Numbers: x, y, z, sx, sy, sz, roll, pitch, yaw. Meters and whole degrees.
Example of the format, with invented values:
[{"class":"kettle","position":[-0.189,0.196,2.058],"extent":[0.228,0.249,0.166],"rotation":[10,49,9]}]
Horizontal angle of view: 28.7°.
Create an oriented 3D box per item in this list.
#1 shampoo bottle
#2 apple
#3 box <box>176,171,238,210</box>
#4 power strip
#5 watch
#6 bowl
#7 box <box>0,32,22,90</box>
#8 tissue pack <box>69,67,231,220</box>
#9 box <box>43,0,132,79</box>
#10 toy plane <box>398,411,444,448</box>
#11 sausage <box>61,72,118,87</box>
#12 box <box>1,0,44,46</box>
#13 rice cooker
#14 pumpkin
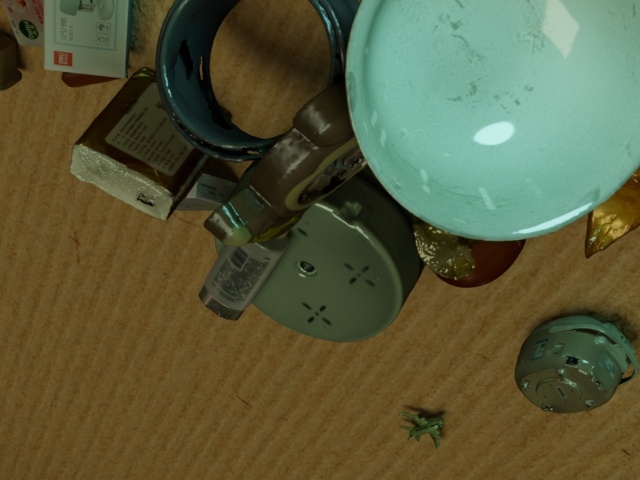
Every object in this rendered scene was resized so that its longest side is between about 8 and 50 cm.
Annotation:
[{"class":"shampoo bottle","position":[-0.125,0.046,1.991],"extent":[0.086,0.056,0.227],"rotation":[35,141,1]},{"class":"apple","position":[0.234,-0.015,1.892],"extent":[0.158,0.156,0.147],"rotation":[-24,142,31]},{"class":"box","position":[-0.223,-0.084,2.118],"extent":[0.129,0.051,0.130],"rotation":[-1,171,31]},{"class":"power strip","position":[0.000,0.000,2.038],"extent":[0.357,0.161,0.357],"rotation":[18,139,16]},{"class":"watch","position":[-0.081,-0.209,1.738],"extent":[0.335,0.314,0.327],"rotation":[-41,80,20]},{"class":"bowl","position":[0.214,-0.231,1.596],"extent":[0.435,0.435,0.196],"rotation":[52,179,-24]},{"class":"box","position":[-0.594,-0.312,2.121],"extent":[0.177,0.111,0.111],"rotation":[26,140,6]},{"class":"tissue pack","position":[-0.268,-0.156,1.985],"extent":[0.183,0.226,0.092],"rotation":[26,139,3]},{"class":"box","position":[-0.350,-0.370,1.903],"extent":[0.135,0.079,0.269],"rotation":[6,139,-7]},{"class":"toy plane","position":[0.199,0.353,2.371],"extent":[0.102,0.040,0.111],"rotation":[39,138,-13]},{"class":"sausage","position":[-0.376,-0.280,2.069],"extent":[0.131,0.039,0.041],"rotation":[-4,136,35]},{"class":"box","position":[-0.462,-0.375,2.019],"extent":[0.089,0.043,0.125],"rotation":[7,134,25]},{"class":"rice cooker","position":[0.409,0.204,2.030],"extent":[0.145,0.127,0.206],"rotation":[46,146,-18]},{"class":"pumpkin","position":[0.454,-0.095,1.722],"extent":[0.290,0.095,0.258],"rotation":[-7,132,40]}]
